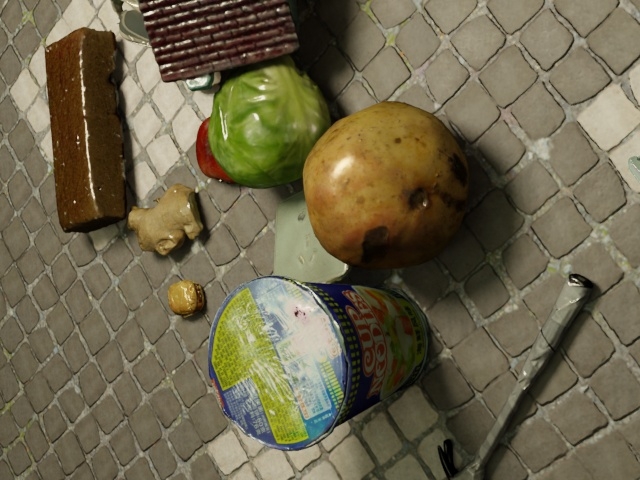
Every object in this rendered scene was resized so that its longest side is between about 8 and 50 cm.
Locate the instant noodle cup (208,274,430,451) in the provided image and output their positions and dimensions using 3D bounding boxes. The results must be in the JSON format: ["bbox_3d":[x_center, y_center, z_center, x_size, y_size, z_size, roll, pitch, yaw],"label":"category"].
[{"bbox_3d":[0.021,0.183,1.609,0.284,0.312,0.284,2,94,36],"label":"instant noodle cup"}]

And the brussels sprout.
[{"bbox_3d":[-0.094,-0.212,1.747,0.244,0.244,0.244,1,92,35],"label":"brussels sprout"}]

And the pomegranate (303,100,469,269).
[{"bbox_3d":[0.105,-0.089,1.573,0.281,0.281,0.281,1,92,35],"label":"pomegranate"}]

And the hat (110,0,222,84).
[{"bbox_3d":[-0.279,-0.413,1.868,0.161,0.232,0.275,-46,55,13],"label":"hat"}]

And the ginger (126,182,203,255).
[{"bbox_3d":[-0.328,-0.034,1.996,0.213,0.074,0.137,-19,63,31],"label":"ginger"}]

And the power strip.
[{"bbox_3d":[0.000,0.000,1.760,0.198,0.064,0.213,-21,59,41],"label":"power strip"}]

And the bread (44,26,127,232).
[{"bbox_3d":[-0.497,-0.231,2.070,0.165,0.113,0.417,-11,82,46],"label":"bread"}]

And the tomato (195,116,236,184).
[{"bbox_3d":[-0.194,-0.179,1.886,0.159,0.091,0.139,17,100,36],"label":"tomato"}]

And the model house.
[{"bbox_3d":[-0.152,-0.401,1.703,0.280,0.230,0.249,-11,92,11],"label":"model house"}]

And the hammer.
[{"bbox_3d":[0.330,0.245,1.561,0.152,0.044,0.427,37,111,29],"label":"hammer"}]

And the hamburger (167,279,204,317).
[{"bbox_3d":[-0.274,0.119,1.980,0.083,0.044,0.076,-10,84,33],"label":"hamburger"}]

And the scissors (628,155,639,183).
[{"bbox_3d":[0.528,-0.028,1.393,0.030,0.125,0.256,-24,59,-10],"label":"scissors"}]
